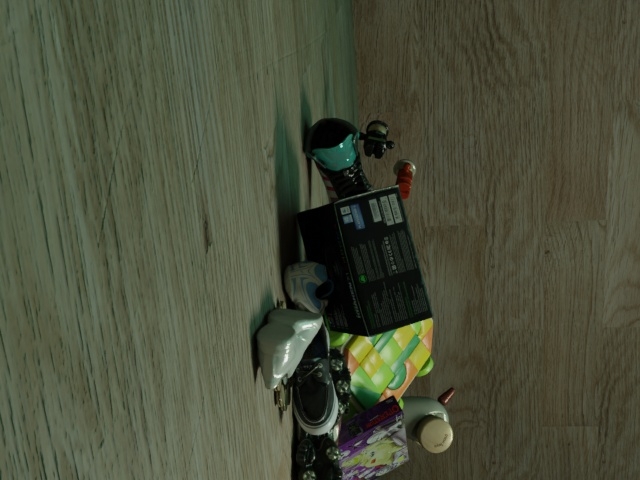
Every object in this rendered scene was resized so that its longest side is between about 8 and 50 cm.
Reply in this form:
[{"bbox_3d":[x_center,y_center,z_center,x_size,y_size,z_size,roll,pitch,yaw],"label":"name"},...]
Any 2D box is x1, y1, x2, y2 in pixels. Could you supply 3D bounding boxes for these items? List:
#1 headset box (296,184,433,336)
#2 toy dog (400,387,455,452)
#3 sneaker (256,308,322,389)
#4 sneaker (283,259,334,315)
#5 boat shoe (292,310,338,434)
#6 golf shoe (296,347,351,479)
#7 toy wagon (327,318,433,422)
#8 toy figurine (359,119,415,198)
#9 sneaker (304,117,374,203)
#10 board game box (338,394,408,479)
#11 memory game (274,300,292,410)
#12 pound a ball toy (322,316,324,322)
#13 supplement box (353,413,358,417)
[{"bbox_3d":[0.072,0.041,1.706,0.283,0.131,0.246,173,-98,-74],"label":"headset box"},{"bbox_3d":[0.191,0.372,2.168,0.161,0.334,0.220,-61,-153,-8],"label":"toy dog"},{"bbox_3d":[-0.054,0.165,1.404,0.212,0.080,0.094,-32,127,-71],"label":"sneaker"},{"bbox_3d":[-0.013,0.109,1.685,0.237,0.086,0.085,77,11,-65],"label":"sneaker"},{"bbox_3d":[-0.014,0.221,1.576,0.076,0.080,0.228,73,15,-47],"label":"boat shoe"},{"bbox_3d":[-0.008,0.336,1.704,0.120,0.105,0.272,117,-20,-70],"label":"golf shoe"},{"bbox_3d":[0.106,0.260,1.903,0.344,0.068,0.267,-51,125,-22],"label":"toy wagon"},{"bbox_3d":[0.128,-0.185,2.400,0.213,0.209,0.148,49,26,-23],"label":"toy figurine"},{"bbox_3d":[0.053,-0.149,1.965,0.295,0.124,0.178,63,-1,22],"label":"sneaker"},{"bbox_3d":[0.086,0.454,1.951,0.347,0.208,0.056,76,-12,-60],"label":"board game box"},{"bbox_3d":[-0.064,0.193,1.531,0.186,0.012,0.186,-2,90,-83],"label":"memory game"},{"bbox_3d":[0.039,0.148,2.014,0.208,0.136,0.319,18,-56,53],"label":"pound a ball toy"},{"bbox_3d":[0.098,0.454,2.345,0.191,0.129,0.194,80,10,-48],"label":"supplement box"}]
